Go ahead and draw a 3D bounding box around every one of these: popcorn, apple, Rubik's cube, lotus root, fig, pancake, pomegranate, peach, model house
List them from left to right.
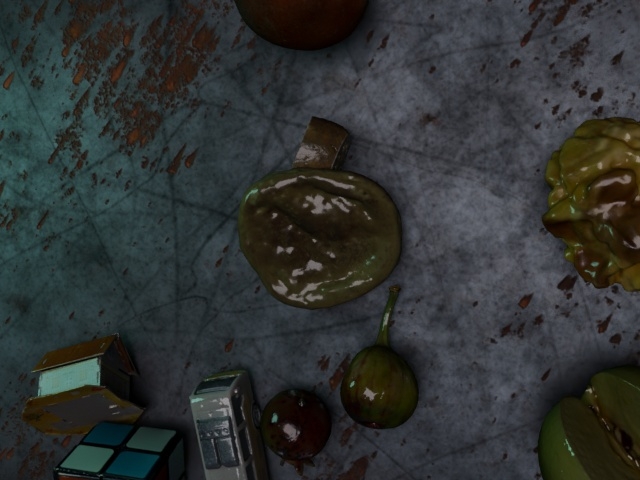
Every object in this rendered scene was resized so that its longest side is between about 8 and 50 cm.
[{"bbox_3d":[-0.452,0.264,1.518,0.219,0.207,0.136,-16,57,15],"label":"model house"},{"bbox_3d":[-0.355,0.450,1.457,0.183,0.167,0.180,6,109,9],"label":"Rubik's cube"},{"bbox_3d":[-0.046,0.345,1.433,0.129,0.129,0.159,7,94,10],"label":"pomegranate"},{"bbox_3d":[-0.038,-0.443,1.346,0.252,0.252,0.252,1,93,11],"label":"peach"},{"bbox_3d":[-0.004,-0.150,1.408,0.081,0.112,0.122,22,96,8],"label":"lotus root"},{"bbox_3d":[0.000,0.000,1.404,0.294,0.049,0.294,2,116,3],"label":"pancake"},{"bbox_3d":[0.106,0.201,1.408,0.149,0.149,0.245,5,70,11],"label":"fig"},{"bbox_3d":[0.484,-0.080,1.276,0.265,0.225,0.332,35,77,-4],"label":"popcorn"},{"bbox_3d":[0.483,0.336,1.254,0.292,0.292,0.254,-40,62,10],"label":"apple"}]

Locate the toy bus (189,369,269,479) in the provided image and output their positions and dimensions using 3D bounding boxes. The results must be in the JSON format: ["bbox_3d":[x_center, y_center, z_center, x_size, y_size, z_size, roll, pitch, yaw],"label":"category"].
[{"bbox_3d":[-0.152,0.412,1.451,0.097,0.138,0.342,-10,92,14],"label":"toy bus"}]
